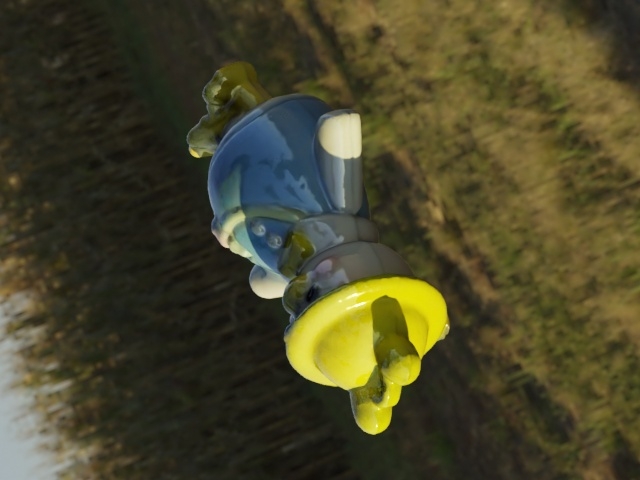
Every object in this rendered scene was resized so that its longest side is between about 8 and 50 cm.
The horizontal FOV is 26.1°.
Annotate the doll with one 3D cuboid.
[{"bbox_3d":[-0.001,0.000,0.800,0.098,0.135,0.241,30,-153,-49],"label":"doll"}]
